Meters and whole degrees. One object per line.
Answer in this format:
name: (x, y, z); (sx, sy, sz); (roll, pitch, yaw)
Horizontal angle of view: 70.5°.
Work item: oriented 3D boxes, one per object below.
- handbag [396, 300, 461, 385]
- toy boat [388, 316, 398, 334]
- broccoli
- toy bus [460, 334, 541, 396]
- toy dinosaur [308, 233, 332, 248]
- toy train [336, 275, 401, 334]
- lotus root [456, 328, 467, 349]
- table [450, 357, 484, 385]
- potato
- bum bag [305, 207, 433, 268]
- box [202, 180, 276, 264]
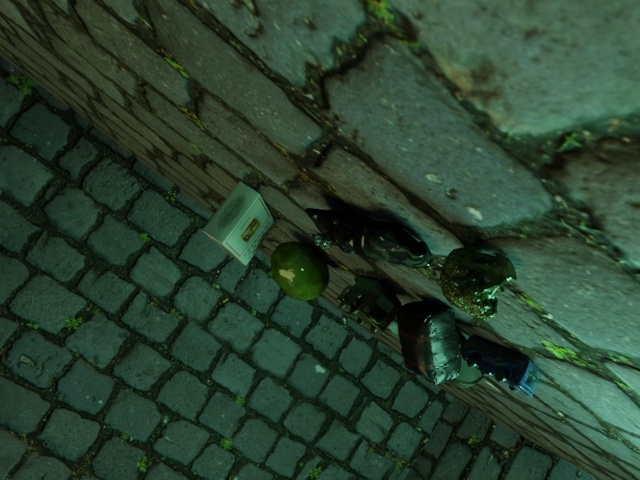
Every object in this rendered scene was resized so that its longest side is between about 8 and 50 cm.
handbag: (0.308, 0.285, 1.302); (0.169, 0.155, 0.215); (-171, 71, -65)
toy boat: (0.293, 0.329, 1.807); (0.320, 0.092, 0.141); (27, 168, 36)
broccoli: (0.259, 0.065, 0.751); (0.120, 0.130, 0.131); (-23, 111, 35)
toy bus: (0.488, 0.339, 1.248); (0.079, 0.094, 0.236); (33, 173, -24)
toy dinosaur: (0.000, 0.000, 1.461); (0.083, 0.030, 0.047); (30, 167, 21)
toy train: (0.165, 0.213, 1.541); (0.129, 0.159, 0.326); (40, 172, -9)
lotus root: (0.399, 0.310, 1.420); (0.192, 0.088, 0.113); (32, -175, 14)
table: (0.494, 0.435, 1.553); (0.126, 0.126, 0.220); (31, 169, 22)
potato: (-0.079, 0.117, 1.760); (0.216, 0.216, 0.304); (27, 157, 37)
bum bag: (0.090, -0.010, 0.984); (0.144, 0.095, 0.340); (25, 179, -37)
box: (-0.276, -0.050, 1.619); (0.095, 0.210, 0.330); (33, 169, 11)
